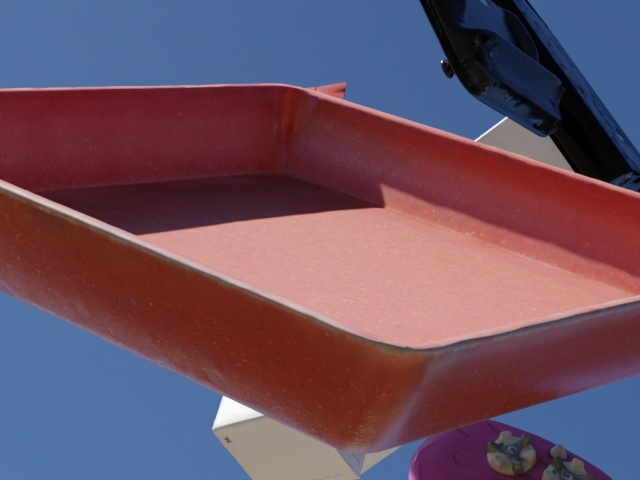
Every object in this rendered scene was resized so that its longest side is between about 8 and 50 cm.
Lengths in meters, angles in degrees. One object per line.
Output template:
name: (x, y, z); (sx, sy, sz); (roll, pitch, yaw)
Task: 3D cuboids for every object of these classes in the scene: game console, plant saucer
game console: (0.136, -0.132, 1.281); (0.044, 0.213, 0.361); (-37, -19, 14)
plant saucer: (0.000, 0.000, 0.608); (0.259, 0.258, 0.048); (20, -73, 36)

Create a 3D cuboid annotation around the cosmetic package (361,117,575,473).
cosmetic package: (0.122, 0.057, 1.884); (0.217, 0.385, 0.156); (52, -1, 4)

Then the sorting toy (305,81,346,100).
sorting toy: (-0.068, -0.025, 1.495); (0.126, 0.365, 0.127); (15, -53, 2)

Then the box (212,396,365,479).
box: (-0.021, 0.158, 1.584); (0.101, 0.087, 0.102); (-17, -55, 29)

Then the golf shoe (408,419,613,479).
golf shoe: (0.146, 0.225, 0.899); (0.306, 0.115, 0.140); (49, -25, 26)
